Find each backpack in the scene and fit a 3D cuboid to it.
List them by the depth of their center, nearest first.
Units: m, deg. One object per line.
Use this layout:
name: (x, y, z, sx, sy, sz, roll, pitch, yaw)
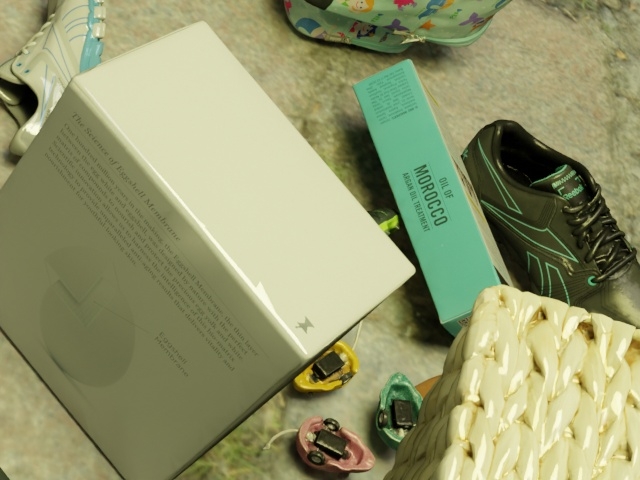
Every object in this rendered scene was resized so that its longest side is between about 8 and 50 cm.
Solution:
backpack: (0.081, -0.297, 1.288, 0.253, 0.191, 0.225, 4, 60, -26)

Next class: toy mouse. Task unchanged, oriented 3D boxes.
toy mouse: (0.030, 0.146, 1.033, 0.143, 0.031, 0.161, 45, 50, 12)

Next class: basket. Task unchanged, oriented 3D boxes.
basket: (0.150, 0.257, 0.784, 0.266, 0.331, 0.328, 20, 53, 0)

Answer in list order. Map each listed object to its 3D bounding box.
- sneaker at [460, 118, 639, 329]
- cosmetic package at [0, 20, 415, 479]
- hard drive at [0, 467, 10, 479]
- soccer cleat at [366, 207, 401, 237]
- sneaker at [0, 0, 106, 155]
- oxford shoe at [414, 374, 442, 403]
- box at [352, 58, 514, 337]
sneaker: (0.225, -0.001, 1.211, 0.267, 0.106, 0.101, 44, 58, 14)
cosmetic package: (-0.099, 0.016, 0.903, 0.224, 0.225, 0.138, 50, 44, 4)
hard drive: (-0.256, 0.147, 0.837, 0.135, 0.022, 0.094, 51, 44, 7)
soccer cleat: (0.000, 0.000, 1.111, 0.072, 0.060, 0.179, 45, 43, 18)
sneaker: (-0.216, -0.141, 1.047, 0.083, 0.071, 0.190, 9, 54, -25)
oxford shoe: (0.119, 0.207, 1.052, 0.076, 0.076, 0.212, -11, 66, -7)
box: (0.105, -0.032, 1.176, 0.100, 0.060, 0.244, 43, 26, -62)
